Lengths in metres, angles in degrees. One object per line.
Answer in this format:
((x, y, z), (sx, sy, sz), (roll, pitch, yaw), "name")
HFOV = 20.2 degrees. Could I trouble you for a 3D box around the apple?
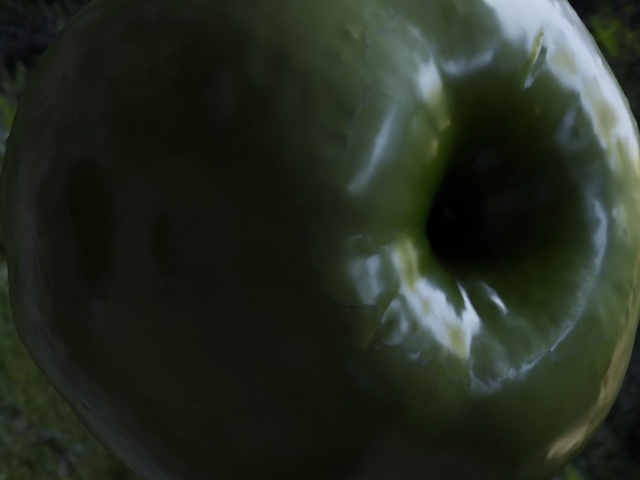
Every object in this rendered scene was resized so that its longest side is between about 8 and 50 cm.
((0.000, 0.000, 0.745), (0.279, 0.279, 0.279), (52, -17, 22), "apple")
